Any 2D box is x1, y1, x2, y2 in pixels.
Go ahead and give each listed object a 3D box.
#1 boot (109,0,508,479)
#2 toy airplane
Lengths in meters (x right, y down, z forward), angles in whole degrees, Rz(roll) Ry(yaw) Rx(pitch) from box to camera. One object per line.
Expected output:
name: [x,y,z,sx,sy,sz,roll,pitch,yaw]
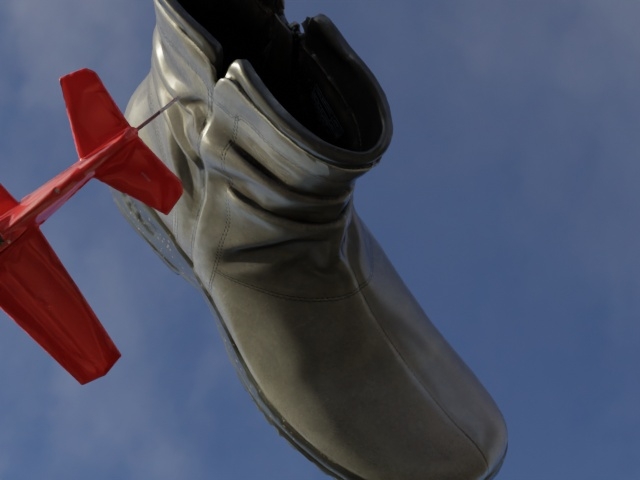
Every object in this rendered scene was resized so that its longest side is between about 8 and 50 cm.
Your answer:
boot: [0.000,0.000,0.803,0.338,0.118,0.222,43,-30,9]
toy airplane: [-0.118,-0.011,0.578,0.151,0.028,0.151,1,-79,4]
